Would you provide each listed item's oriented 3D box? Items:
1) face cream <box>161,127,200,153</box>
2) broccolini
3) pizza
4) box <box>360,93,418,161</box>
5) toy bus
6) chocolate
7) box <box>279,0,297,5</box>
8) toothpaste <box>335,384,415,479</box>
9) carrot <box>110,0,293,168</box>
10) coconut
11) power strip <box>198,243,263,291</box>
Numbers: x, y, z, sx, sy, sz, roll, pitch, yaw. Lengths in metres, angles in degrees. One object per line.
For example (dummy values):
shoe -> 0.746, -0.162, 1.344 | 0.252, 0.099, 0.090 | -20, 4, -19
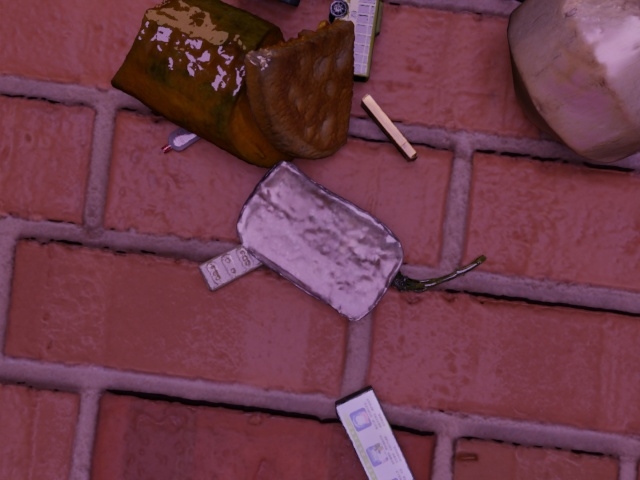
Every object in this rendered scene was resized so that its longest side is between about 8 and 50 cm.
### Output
face cream -> -0.262, -0.192, 1.721 | 0.083, 0.021, 0.040 | -33, 88, -1
broccolini -> 0.217, 0.064, 1.708 | 0.194, 0.054, 0.052 | -12, 118, -7
pizza -> -0.044, -0.232, 1.566 | 0.087, 0.268, 0.258 | 20, 124, 28
box -> 0.127, -0.206, 1.695 | 0.020, 0.073, 0.149 | -40, 87, 0
toy bus -> 0.059, -0.386, 1.697 | 0.101, 0.088, 0.175 | 8, 90, -1
chocolate -> 0.000, 0.000, 1.675 | 0.303, 0.100, 0.185 | 34, 93, 1
box -> -0.093, -0.501, 1.641 | 0.162, 0.227, 0.130 | 15, 104, 0
toothpaste -> 0.129, 0.436, 1.672 | 0.081, 0.067, 0.337 | -25, 88, -1
carrot -> -0.174, -0.292, 1.619 | 0.340, 0.241, 0.242 | 27, 88, 3
coconut -> 0.480, -0.306, 1.579 | 0.352, 0.352, 0.353 | 0, 88, 0
power strip -> -0.163, 0.045, 1.706 | 0.123, 0.032, 0.056 | -28, 89, -2
